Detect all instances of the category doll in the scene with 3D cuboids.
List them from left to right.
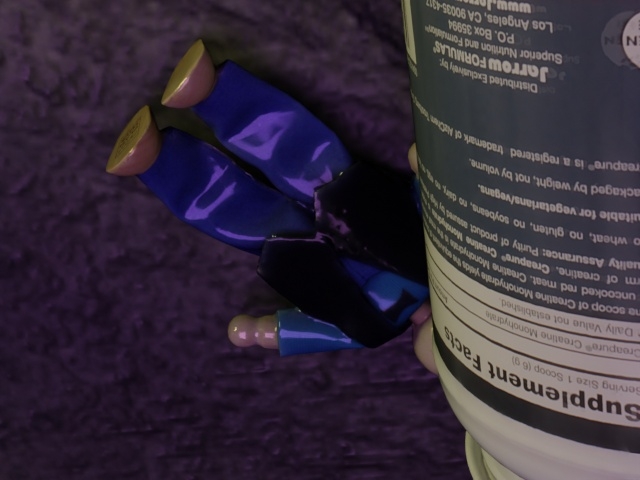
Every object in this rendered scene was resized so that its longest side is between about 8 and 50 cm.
[{"bbox_3d":[0.000,0.000,0.592,0.189,0.046,0.129,36,107,-18],"label":"doll"}]

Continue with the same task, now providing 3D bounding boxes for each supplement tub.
[{"bbox_3d":[0.128,-0.026,0.480,0.191,0.191,0.272,-3,116,9],"label":"supplement tub"}]
